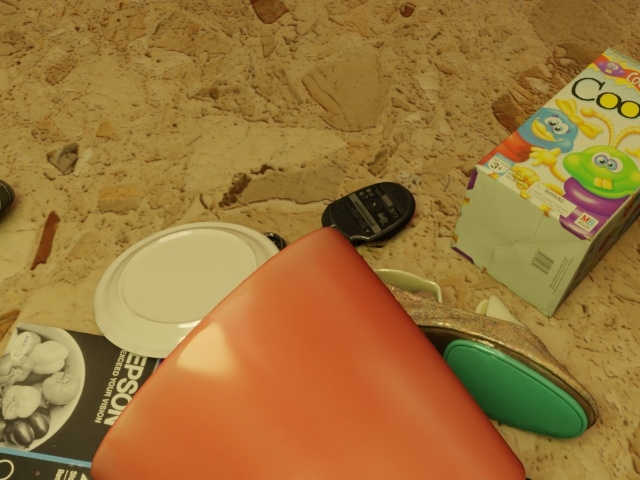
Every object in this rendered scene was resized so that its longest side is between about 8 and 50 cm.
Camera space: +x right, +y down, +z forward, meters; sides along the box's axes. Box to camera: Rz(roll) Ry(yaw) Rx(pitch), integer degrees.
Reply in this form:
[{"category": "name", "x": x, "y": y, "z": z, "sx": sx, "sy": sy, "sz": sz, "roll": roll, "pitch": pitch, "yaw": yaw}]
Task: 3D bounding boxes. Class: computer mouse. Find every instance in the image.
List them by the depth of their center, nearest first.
[{"category": "computer mouse", "x": 0.000, "y": 0.000, "z": 0.860, "sx": 0.242, "sy": 0.041, "sz": 0.071, "roll": -23, "pitch": 59, "yaw": -12}]

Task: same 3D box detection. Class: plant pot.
[{"category": "plant pot", "x": 0.006, "y": 0.166, "z": 0.600, "sx": 0.243, "sy": 0.275, "sz": 0.275, "roll": 42, "pitch": 60, "yaw": 10}]

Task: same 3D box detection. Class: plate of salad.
[{"category": "plate of salad", "x": -0.133, "y": 0.051, "z": 0.786, "sx": 0.200, "sy": 0.048, "sz": 0.199, "roll": -4, "pitch": 40, "yaw": 3}]

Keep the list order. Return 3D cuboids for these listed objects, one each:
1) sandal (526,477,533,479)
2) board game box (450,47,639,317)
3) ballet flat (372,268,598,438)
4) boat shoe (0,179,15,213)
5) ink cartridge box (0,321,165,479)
[{"category": "sandal", "x": 0.164, "y": 0.265, "z": 0.572, "sx": 0.067, "sy": 0.040, "sz": 0.179, "roll": 8, "pitch": 54, "yaw": 1}, {"category": "board game box", "x": 0.295, "y": -0.073, "z": 0.862, "sx": 0.142, "sy": 0.144, "sz": 0.275, "roll": 38, "pitch": 59, "yaw": 23}, {"category": "ballet flat", "x": 0.125, "y": 0.090, "z": 0.757, "sx": 0.316, "sy": 0.107, "sz": 0.106, "roll": 21, "pitch": 47, "yaw": 10}, {"category": "boat shoe", "x": -0.454, "y": -0.048, "z": 0.845, "sx": 0.220, "sy": 0.077, "sz": 0.070, "roll": 6, "pitch": 18, "yaw": 5}, {"category": "ink cartridge box", "x": -0.214, "y": 0.185, "z": 0.696, "sx": 0.209, "sy": 0.045, "sz": 0.206, "roll": 9, "pitch": 53, "yaw": 2}]
